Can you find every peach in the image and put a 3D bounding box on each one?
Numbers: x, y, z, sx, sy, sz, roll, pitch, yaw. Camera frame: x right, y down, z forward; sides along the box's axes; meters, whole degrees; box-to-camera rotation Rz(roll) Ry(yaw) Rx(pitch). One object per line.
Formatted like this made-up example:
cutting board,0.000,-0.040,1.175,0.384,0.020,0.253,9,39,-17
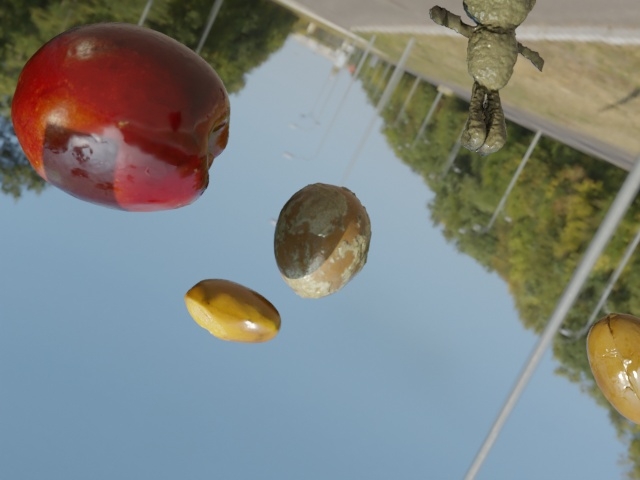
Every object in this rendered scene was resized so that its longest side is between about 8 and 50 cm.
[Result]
peach,-0.218,-0.140,1.032,0.243,0.199,0.243,20,-164,-6

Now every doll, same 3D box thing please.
doll,0.268,-0.277,1.424,0.203,0.286,0.091,-14,168,-17

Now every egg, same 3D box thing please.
egg,0.000,0.000,1.883,0.203,0.245,0.203,14,165,4

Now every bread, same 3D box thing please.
bread,0.464,0.196,1.373,0.189,0.114,0.077,63,-162,-6

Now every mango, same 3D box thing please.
mango,-0.150,0.126,1.678,0.217,0.102,0.141,16,150,47
